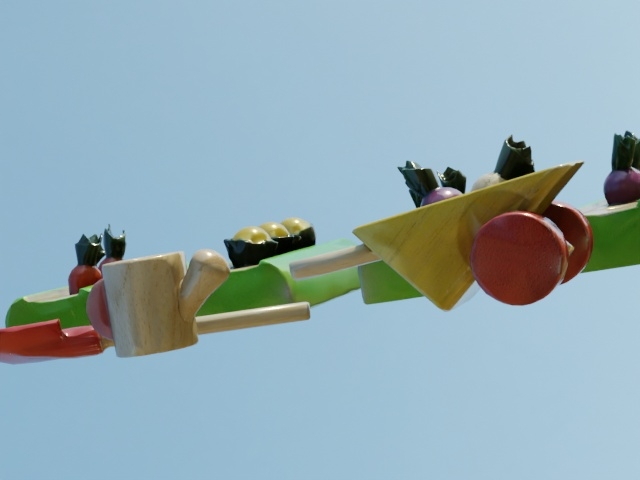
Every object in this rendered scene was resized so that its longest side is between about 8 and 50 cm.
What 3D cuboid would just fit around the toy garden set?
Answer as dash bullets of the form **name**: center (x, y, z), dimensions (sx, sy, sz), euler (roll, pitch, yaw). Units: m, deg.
- **toy garden set**: center (0.000, 0.000, 0.650), dimensions (0.204, 0.244, 0.049), euler (-15, -84, -73)
